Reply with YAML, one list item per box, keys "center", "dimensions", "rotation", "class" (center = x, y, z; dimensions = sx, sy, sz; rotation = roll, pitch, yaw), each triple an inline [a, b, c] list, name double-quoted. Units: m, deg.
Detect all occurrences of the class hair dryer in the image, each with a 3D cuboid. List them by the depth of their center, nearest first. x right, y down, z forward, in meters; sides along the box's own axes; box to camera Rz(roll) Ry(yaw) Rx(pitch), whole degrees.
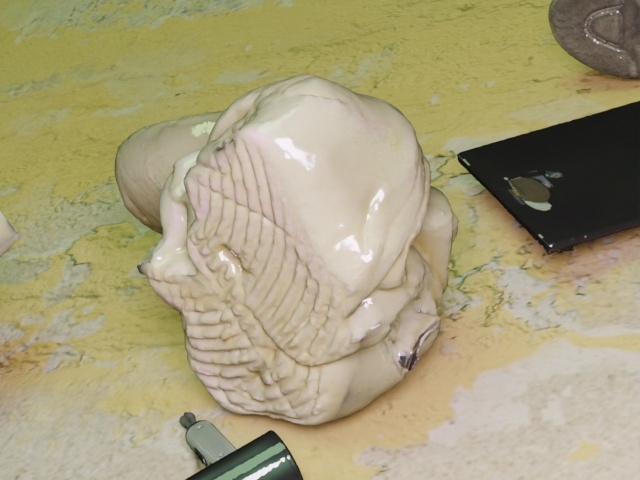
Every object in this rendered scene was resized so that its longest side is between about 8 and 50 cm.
- center: [-0.092, 0.185, 1.334]
  dimensions: [0.100, 0.057, 0.198]
  rotation: [-27, 20, -13]
  class: "hair dryer"

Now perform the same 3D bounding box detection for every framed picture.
- center: [0.324, -0.083, 1.535]
  dimensions: [0.324, 0.013, 0.244]
  rotation: [-16, 27, -9]
  class: "framed picture"

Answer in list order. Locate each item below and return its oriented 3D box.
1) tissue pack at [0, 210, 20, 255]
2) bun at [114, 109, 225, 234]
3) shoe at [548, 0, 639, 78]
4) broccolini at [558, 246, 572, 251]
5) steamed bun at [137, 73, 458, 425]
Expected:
- center: [-0.541, 0.078, 1.527]
  dimensions: [0.405, 0.205, 0.332]
  rotation: [-43, 9, -37]
  class: "tissue pack"
- center: [-0.068, -0.053, 1.582]
  dimensions: [0.287, 0.146, 0.287]
  rotation: [-6, -6, -1]
  class: "bun"
- center: [0.427, -0.283, 1.758]
  dimensions: [0.342, 0.132, 0.210]
  rotation: [-8, 26, 12]
  class: "shoe"
- center: [0.224, -0.032, 1.526]
  dimensions: [0.030, 0.035, 0.140]
  rotation: [-12, 27, 7]
  class: "broccolini"
- center: [0.000, 0.000, 1.353]
  dimensions: [0.206, 0.275, 0.320]
  rotation: [-34, -10, -37]
  class: "steamed bun"
